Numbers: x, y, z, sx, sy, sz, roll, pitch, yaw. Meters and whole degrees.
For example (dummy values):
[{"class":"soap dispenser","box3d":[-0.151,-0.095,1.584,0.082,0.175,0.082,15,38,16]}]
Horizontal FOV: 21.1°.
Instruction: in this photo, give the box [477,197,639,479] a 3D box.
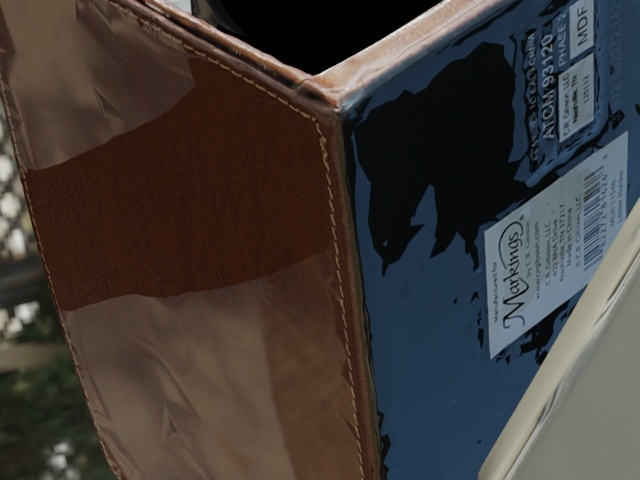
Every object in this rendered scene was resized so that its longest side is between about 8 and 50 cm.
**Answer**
[{"class":"box","box3d":[0.185,0.097,0.464,0.275,0.113,0.094,32,3,5]}]

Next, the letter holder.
[{"class":"letter holder","box3d":[0.000,0.000,0.682,0.214,0.152,0.302,30,-38,37]}]
